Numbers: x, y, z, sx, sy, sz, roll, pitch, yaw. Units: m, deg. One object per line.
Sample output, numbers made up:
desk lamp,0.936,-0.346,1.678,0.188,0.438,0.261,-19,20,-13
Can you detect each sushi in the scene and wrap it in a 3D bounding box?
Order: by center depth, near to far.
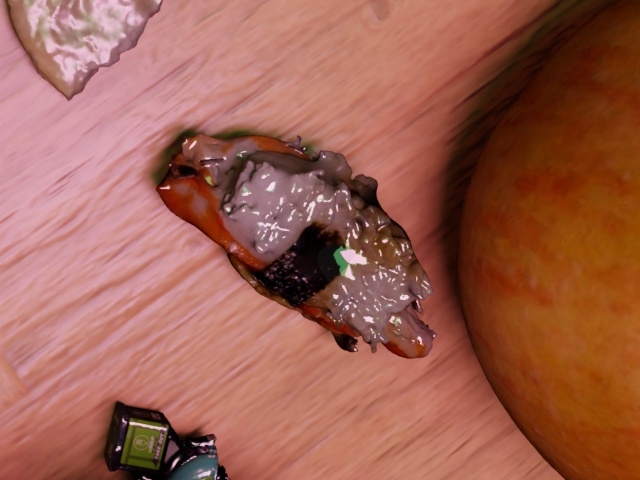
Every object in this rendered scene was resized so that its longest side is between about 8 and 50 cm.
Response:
sushi,0.002,-0.001,0.901,0.226,0.103,0.097,40,70,-24

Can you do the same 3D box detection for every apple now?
apple,0.291,0.016,0.879,0.400,0.333,0.400,-4,102,-18

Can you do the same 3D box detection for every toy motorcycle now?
toy motorcycle,-0.115,0.203,0.926,0.100,0.058,0.173,13,96,-15

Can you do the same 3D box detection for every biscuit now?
biscuit,-0.115,-0.217,0.845,0.133,0.032,0.250,43,86,-23
